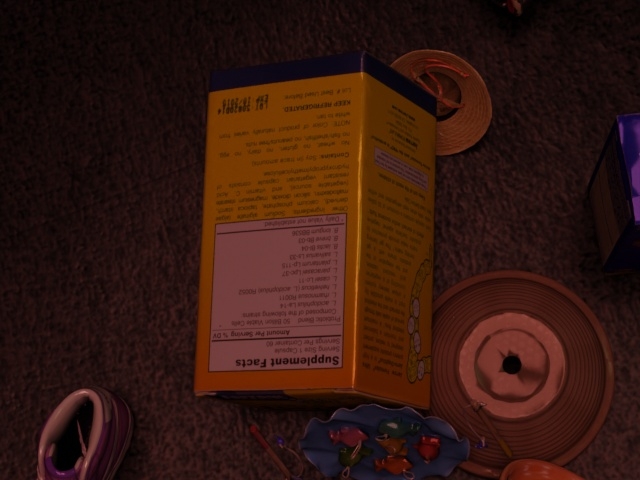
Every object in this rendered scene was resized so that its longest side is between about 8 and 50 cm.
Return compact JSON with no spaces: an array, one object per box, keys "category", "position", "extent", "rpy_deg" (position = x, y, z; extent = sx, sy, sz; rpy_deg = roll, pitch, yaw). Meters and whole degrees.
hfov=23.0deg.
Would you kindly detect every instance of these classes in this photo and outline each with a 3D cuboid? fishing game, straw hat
[{"category":"fishing game","position":[0.067,0.229,1.680],"extent":[0.264,0.189,0.041],"rpy_deg":[-7,56,16]},{"category":"straw hat","position":[0.135,-0.174,1.811],"extent":[0.144,0.144,0.061],"rpy_deg":[10,41,6]}]

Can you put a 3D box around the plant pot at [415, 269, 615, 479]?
[{"category":"plant pot","position":[0.208,0.144,1.726],"extent":[0.237,0.110,0.237],"rpy_deg":[-1,80,4]}]

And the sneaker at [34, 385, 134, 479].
[{"category":"sneaker","position":[-0.289,0.292,1.707],"extent":[0.102,0.161,0.282],"rpy_deg":[12,81,5]}]

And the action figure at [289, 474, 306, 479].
[{"category":"action figure","position":[0.091,0.395,1.673],"extent":[0.341,0.178,0.330],"rpy_deg":[29,71,22]}]

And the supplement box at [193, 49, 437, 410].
[{"category":"supplement box","position":[0.000,0.000,1.699],"extent":[0.194,0.195,0.356],"rpy_deg":[-4,77,28]}]

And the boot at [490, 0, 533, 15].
[{"category":"boot","position":[0.325,-0.353,1.802],"extent":[0.284,0.138,0.377],"rpy_deg":[-36,75,-4]}]

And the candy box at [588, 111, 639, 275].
[{"category":"candy box","position":[0.431,-0.053,1.643],"extent":[0.268,0.317,0.122],"rpy_deg":[-7,80,4]}]

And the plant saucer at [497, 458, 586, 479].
[{"category":"plant saucer","position":[0.263,0.310,1.638],"extent":[0.200,0.200,0.037],"rpy_deg":[38,114,10]}]
